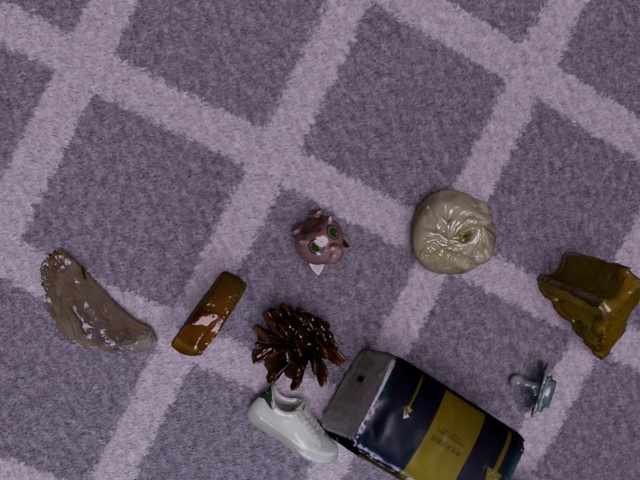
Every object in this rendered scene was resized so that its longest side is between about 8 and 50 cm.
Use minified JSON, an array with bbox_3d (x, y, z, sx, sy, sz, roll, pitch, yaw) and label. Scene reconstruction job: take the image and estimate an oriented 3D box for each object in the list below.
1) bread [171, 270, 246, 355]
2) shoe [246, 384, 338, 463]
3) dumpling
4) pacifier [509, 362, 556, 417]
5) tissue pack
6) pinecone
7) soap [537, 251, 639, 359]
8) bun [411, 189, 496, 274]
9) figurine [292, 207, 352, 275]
[{"bbox_3d":[-0.261,0.173,1.574,0.070,0.236,0.236,37,90,-8],"label":"bread"},{"bbox_3d":[-0.051,0.463,1.700,0.265,0.095,0.110,30,107,-9],"label":"shoe"},{"bbox_3d":[-0.560,0.183,1.606,0.332,0.086,0.166,43,86,-7],"label":"dumpling"},{"bbox_3d":[0.563,0.395,1.797,0.116,0.127,0.150,17,102,14],"label":"pacifier"},{"bbox_3d":[0.251,0.473,1.664,0.416,0.264,0.253,32,78,-12],"label":"tissue pack"},{"bbox_3d":[-0.065,0.261,1.624,0.229,0.201,0.202,42,129,17],"label":"pinecone"},{"bbox_3d":[0.734,0.196,1.675,0.169,0.339,0.304,-44,100,0],"label":"soap"},{"bbox_3d":[0.340,-0.017,1.690,0.229,0.145,0.229,-1,97,-12],"label":"bun"},{"bbox_3d":[0.000,0.000,1.648,0.125,0.125,0.138,-36,102,-3],"label":"figurine"}]
